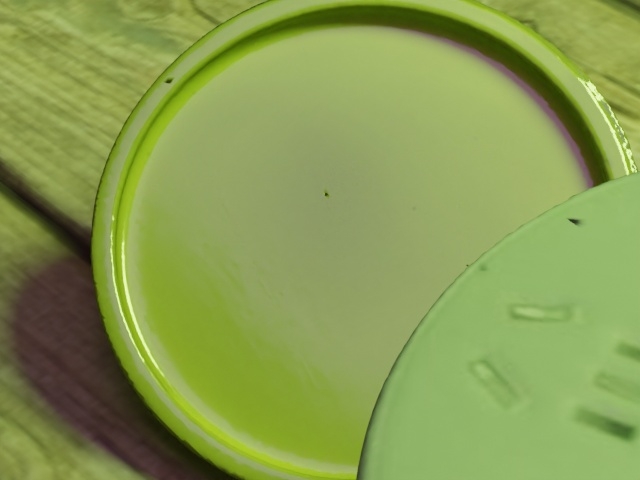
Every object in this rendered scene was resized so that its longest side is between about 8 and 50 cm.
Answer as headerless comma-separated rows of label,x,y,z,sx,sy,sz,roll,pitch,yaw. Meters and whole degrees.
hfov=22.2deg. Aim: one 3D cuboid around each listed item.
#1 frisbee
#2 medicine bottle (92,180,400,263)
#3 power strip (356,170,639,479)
frisbee,0.019,-0.002,0.691,0.236,0.017,0.236,-1,72,3
medicine bottle,0.000,0.000,0.731,0.199,0.057,0.057,2,43,4
power strip,0.175,0.121,0.513,0.358,0.161,0.357,-1,42,1
